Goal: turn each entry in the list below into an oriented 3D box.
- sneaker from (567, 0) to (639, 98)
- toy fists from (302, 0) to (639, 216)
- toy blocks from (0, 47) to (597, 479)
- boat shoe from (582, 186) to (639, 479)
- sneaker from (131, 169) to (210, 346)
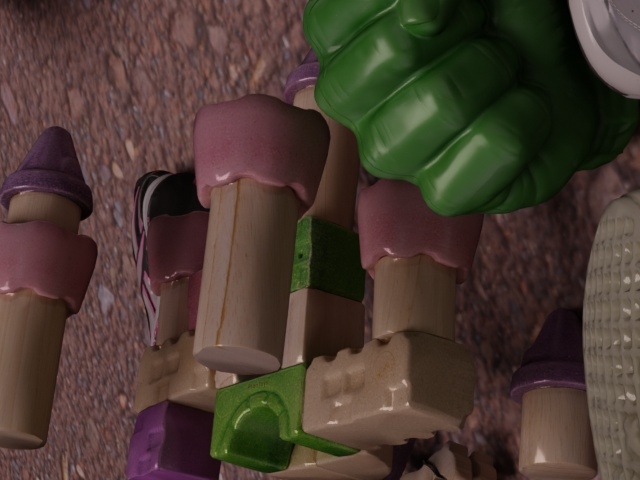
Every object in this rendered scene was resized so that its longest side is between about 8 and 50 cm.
[{"bbox_3d":[0.149,-0.176,0.711,0.132,0.086,0.229,-6,112,54],"label":"sneaker"},{"bbox_3d":[0.049,-0.146,0.787,0.096,0.142,0.279,-28,77,59],"label":"toy fists"},{"bbox_3d":[0.000,0.000,0.956,0.288,0.309,0.260,-22,55,48],"label":"toy blocks"},{"bbox_3d":[0.256,0.165,0.665,0.187,0.156,0.500,96,153,-44],"label":"boat shoe"},{"bbox_3d":[-0.103,0.029,1.246,0.077,0.072,0.178,-146,53,-61],"label":"sneaker"}]
